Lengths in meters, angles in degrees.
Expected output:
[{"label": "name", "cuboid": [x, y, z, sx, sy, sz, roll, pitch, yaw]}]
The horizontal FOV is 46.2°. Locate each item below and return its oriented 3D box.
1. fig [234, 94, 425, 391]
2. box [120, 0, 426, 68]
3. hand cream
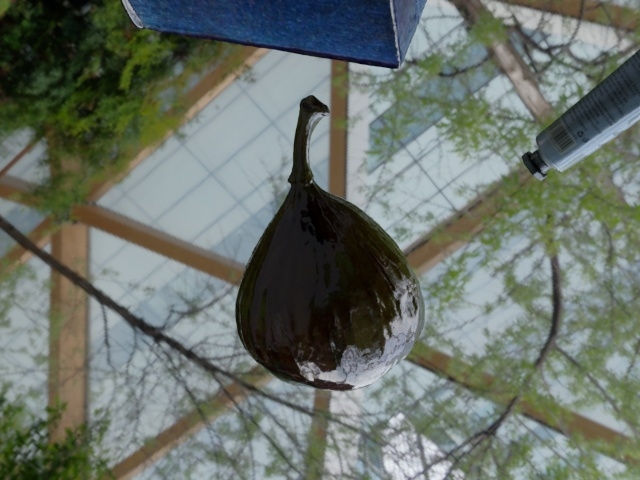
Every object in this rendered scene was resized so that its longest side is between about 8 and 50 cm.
[{"label": "fig", "cuboid": [0.000, 0.000, 0.835, 0.216, 0.321, 0.217, -8, -164, 2]}, {"label": "box", "cuboid": [-0.060, -0.274, 0.559, 0.261, 0.279, 0.116, 13, -116, 17]}, {"label": "hand cream", "cuboid": [0.365, -0.169, 0.914, 0.271, 0.058, 0.091, -41, -131, 31]}]
